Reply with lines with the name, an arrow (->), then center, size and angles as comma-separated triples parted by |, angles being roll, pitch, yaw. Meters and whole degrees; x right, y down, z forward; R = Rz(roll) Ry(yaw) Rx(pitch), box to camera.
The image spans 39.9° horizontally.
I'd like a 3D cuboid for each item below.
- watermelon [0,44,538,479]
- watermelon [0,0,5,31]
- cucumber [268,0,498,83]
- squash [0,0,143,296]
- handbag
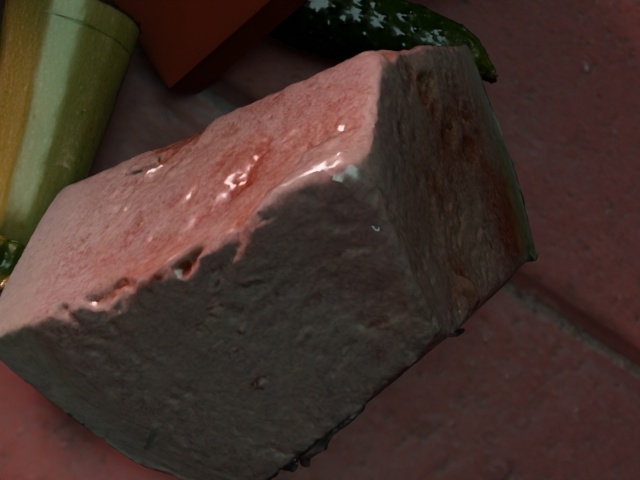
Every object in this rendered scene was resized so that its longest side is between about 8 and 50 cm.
watermelon -> 0.000, 0.000, 0.526 | 0.387, 0.258, 0.228 | -28, 85, -21
watermelon -> -0.311, -0.160, 0.587 | 0.256, 0.140, 0.193 | 32, 76, -11
cucumber -> 0.037, -0.167, 0.694 | 0.227, 0.069, 0.069 | 17, 70, -11
squash -> -0.189, -0.060, 0.587 | 0.094, 0.094, 0.224 | 14, 76, -10
handbag -> -0.105, -0.223, 0.646 | 0.127, 0.063, 0.190 | -36, 82, 22
